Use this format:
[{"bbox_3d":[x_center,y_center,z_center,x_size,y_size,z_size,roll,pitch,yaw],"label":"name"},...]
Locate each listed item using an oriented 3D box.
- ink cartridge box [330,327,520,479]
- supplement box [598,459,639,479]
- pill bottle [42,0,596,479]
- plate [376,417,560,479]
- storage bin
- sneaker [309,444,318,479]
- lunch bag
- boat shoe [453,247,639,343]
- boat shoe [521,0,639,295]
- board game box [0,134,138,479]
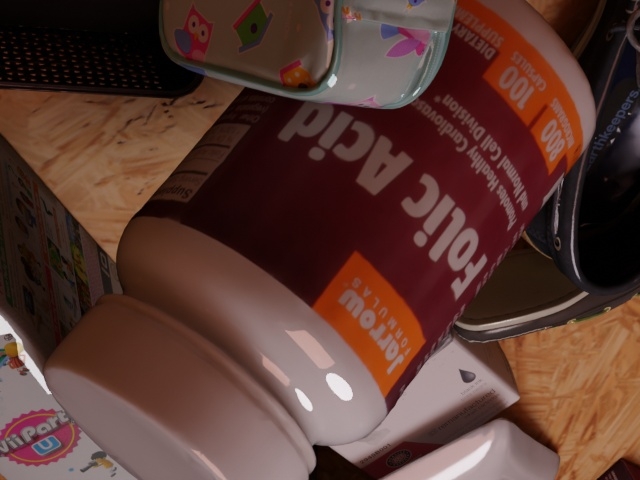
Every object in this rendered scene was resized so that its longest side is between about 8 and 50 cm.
[{"bbox_3d":[0.048,0.103,1.618,0.158,0.092,0.218,-37,130,15],"label":"ink cartridge box"},{"bbox_3d":[0.293,0.325,1.909,0.104,0.080,0.188,26,118,-35],"label":"supplement box"},{"bbox_3d":[0.000,0.000,1.297,0.392,0.224,0.224,-52,137,-20],"label":"pill bottle"},{"bbox_3d":[0.088,0.265,1.736,0.277,0.045,0.278,-29,158,9],"label":"plate"},{"bbox_3d":[-0.167,-0.176,1.298,0.180,0.084,0.122,2,130,-20],"label":"storage bin"},{"bbox_3d":[-0.087,0.215,1.684,0.163,0.086,0.226,-1,155,8],"label":"sneaker"},{"bbox_3d":[-0.003,-0.230,1.171,0.108,0.224,0.279,5,98,-38],"label":"lunch bag"},{"bbox_3d":[0.210,0.042,1.600,0.228,0.081,0.068,-23,136,-20],"label":"boat shoe"},{"bbox_3d":[0.293,-0.163,1.420,0.187,0.156,0.500,10,125,-24],"label":"boat shoe"},{"bbox_3d":[-0.214,0.077,1.415,0.098,0.224,0.303,-26,133,9],"label":"board game box"}]
